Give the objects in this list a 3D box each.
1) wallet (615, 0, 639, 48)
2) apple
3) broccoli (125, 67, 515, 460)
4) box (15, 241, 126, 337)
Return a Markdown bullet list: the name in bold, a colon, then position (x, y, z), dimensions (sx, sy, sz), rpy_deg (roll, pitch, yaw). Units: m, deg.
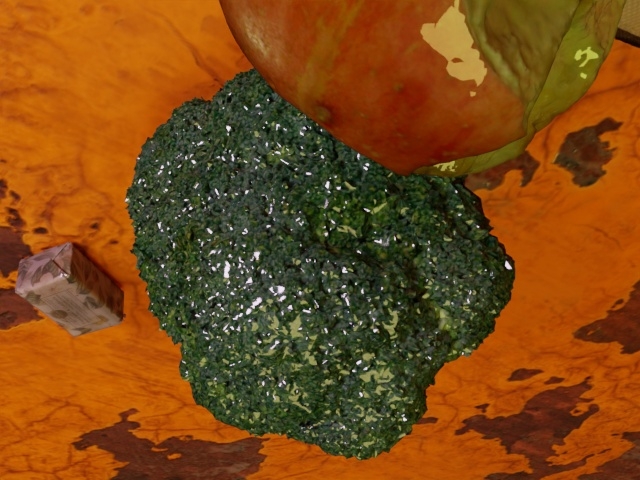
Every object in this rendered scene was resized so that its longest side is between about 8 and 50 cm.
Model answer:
- **wallet**: position (0.333, -0.210, 0.574), dimensions (0.335, 0.068, 0.275), rpy_deg (9, 143, -32)
- **apple**: position (0.072, -0.161, 0.429), dimensions (0.246, 0.246, 0.226), rpy_deg (18, 126, -30)
- **broccoli**: position (0.000, 0.000, 0.630), dimensions (0.308, 0.307, 0.275), rpy_deg (-38, 168, 31)
- **box**: position (-0.235, 0.048, 0.784), dimensions (0.062, 0.045, 0.098), rpy_deg (-20, 142, 14)
